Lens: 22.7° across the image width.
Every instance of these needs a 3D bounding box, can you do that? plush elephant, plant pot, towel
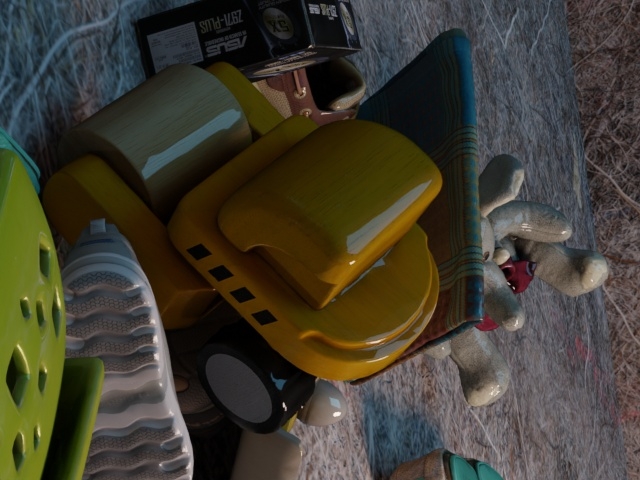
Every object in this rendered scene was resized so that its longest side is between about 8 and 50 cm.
[{"bbox_3d":[0.197,0.033,2.080,0.330,0.272,0.255,48,7,2],"label":"plush elephant"},{"bbox_3d":[-0.254,0.106,0.904,0.227,0.228,0.207,-82,158,-44],"label":"plant pot"},{"bbox_3d":[0.100,-0.038,1.890,0.040,0.271,0.370,14,62,-28],"label":"towel"}]

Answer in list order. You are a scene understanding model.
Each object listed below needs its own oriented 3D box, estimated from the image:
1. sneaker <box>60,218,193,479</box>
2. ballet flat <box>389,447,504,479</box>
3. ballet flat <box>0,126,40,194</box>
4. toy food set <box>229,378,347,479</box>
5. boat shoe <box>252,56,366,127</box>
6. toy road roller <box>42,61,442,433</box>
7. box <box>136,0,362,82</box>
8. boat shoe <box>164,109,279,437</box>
[{"bbox_3d":[-0.153,0.112,1.252,0.115,0.105,0.281,-98,-170,-56],"label":"sneaker"},{"bbox_3d":[0.167,0.329,2.037,0.316,0.106,0.108,43,33,-58],"label":"ballet flat"},{"bbox_3d":[-0.285,-0.087,1.131,0.247,0.083,0.087,57,43,-40],"label":"ballet flat"},{"bbox_3d":[-0.020,0.166,1.509,0.306,0.092,0.220,-74,179,-53],"label":"toy food set"},{"bbox_3d":[-0.005,-0.158,1.830,0.342,0.123,0.123,56,29,-50],"label":"boat shoe"},{"bbox_3d":[-0.044,-0.030,1.309,0.329,0.240,0.202,45,53,6],"label":"toy road roller"},{"bbox_3d":[-0.070,-0.206,1.609,0.147,0.180,0.077,-14,91,-70],"label":"box"},{"bbox_3d":[-0.103,0.025,1.506,0.130,0.132,0.355,83,17,-53],"label":"boat shoe"}]
